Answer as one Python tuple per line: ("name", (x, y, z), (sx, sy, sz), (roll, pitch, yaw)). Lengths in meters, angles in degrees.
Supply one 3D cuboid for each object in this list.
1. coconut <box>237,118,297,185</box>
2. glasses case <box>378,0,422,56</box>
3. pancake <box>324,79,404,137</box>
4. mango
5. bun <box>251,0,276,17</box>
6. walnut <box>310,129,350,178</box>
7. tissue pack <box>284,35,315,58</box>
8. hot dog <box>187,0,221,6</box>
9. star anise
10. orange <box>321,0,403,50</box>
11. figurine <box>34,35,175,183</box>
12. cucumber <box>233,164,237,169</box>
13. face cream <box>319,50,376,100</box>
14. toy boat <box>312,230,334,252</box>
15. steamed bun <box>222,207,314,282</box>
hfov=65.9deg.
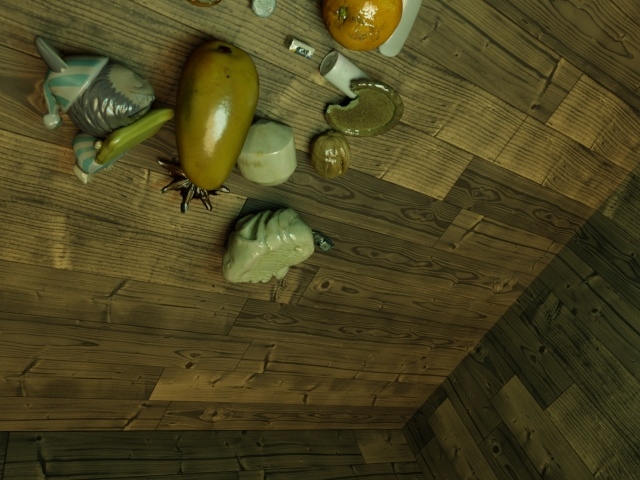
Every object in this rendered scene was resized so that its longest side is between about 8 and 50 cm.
("coconut", (-0.187, -0.314, 1.687), (0.241, 0.241, 0.241), (-12, 131, -15))
("glasses case", (0.264, -0.732, 1.646), (0.092, 0.059, 0.233), (3, 125, -28))
("pancake", (0.150, -0.456, 1.740), (0.288, 0.033, 0.286), (-3, 154, 18))
("mango", (-0.321, -0.370, 1.494), (0.232, 0.300, 0.445), (13, 103, -6))
("bun", (-0.171, -0.712, 1.478), (0.083, 0.045, 0.083), (-12, 128, -16))
("walnut", (0.039, -0.312, 1.838), (0.155, 0.155, 0.184), (-15, 134, -12))
("tissue pack", (-0.068, -0.622, 1.588), (0.083, 0.062, 0.042), (12, 119, -32))
("hot dog", (-0.341, -0.709, 1.395), (0.140, 0.060, 0.089), (-1, 123, -19))
("star anise", (-0.441, -0.226, 1.739), (0.272, 0.102, 0.271), (-3, 101, -18))
("orange", (0.126, -0.702, 1.494), (0.246, 0.246, 0.246), (-12, 131, -15))
("figurine", (-0.676, -0.416, 1.440), (0.361, 0.266, 0.377), (-27, 105, 34))
("cucumber", (-0.380, -0.324, 1.658), (0.074, 0.074, 0.241), (-36, 108, 7))
("face cream", (0.152, -0.530, 1.738), (0.346, 0.102, 0.102), (27, 113, -37))
("toy boat", (0.000, 0.000, 2.143), (0.055, 0.060, 0.141), (-40, 129, 13))
("steamed bun", (-0.219, 0.007, 1.932), (0.339, 0.247, 0.352), (2, 136, -46))
